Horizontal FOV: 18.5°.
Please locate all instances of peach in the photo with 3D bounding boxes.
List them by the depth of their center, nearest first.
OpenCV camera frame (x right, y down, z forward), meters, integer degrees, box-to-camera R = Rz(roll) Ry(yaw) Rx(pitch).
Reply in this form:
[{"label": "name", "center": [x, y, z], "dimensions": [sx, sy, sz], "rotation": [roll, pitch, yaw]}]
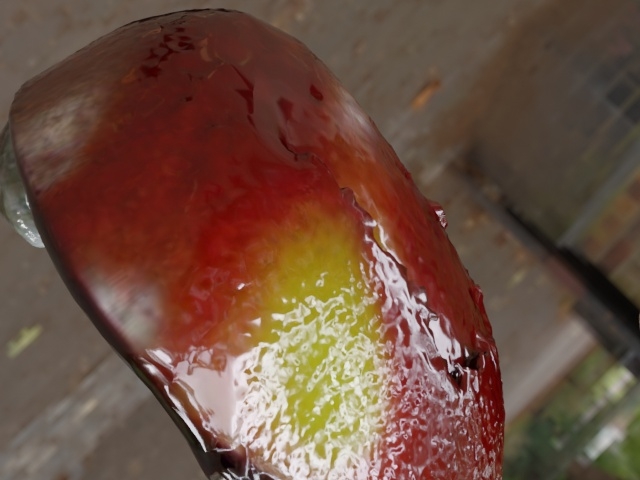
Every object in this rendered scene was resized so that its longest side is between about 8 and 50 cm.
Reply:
[{"label": "peach", "center": [0.003, -0.002, 0.594], "dimensions": [0.068, 0.189, 0.279], "rotation": [-39, -171, 14]}]

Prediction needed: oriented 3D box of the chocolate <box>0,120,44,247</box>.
[{"label": "chocolate", "center": [-0.134, -0.068, 1.350], "dimensions": [0.110, 0.110, 0.248], "rotation": [-52, 167, 34]}]
